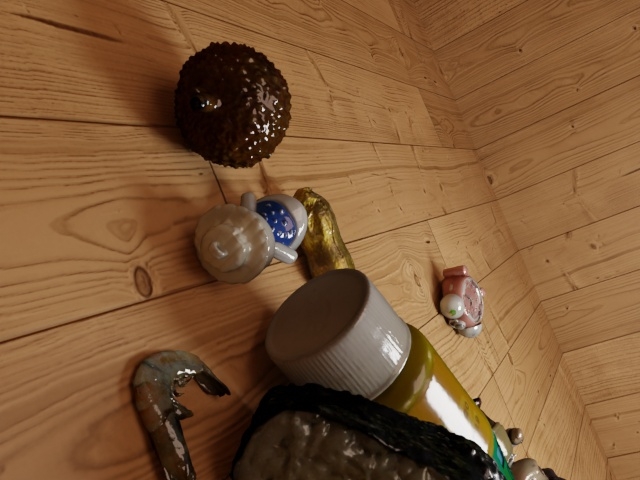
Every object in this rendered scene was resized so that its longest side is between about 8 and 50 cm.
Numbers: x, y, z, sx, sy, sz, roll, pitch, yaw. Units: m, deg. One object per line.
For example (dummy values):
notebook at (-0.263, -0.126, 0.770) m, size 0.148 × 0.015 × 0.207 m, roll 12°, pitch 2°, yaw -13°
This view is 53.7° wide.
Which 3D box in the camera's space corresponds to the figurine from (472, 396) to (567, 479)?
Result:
figurine at (0.455, 0.529, 1.443) m, size 0.364 × 0.206 × 0.218 m, roll 69°, pitch 13°, yaw 9°

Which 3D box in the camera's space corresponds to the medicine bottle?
medicine bottle at (0.097, 0.240, 1.001) m, size 0.384 × 0.225 × 0.224 m, roll 53°, pitch 30°, yaw -27°

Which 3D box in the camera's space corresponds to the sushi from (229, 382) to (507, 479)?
sushi at (0.065, 0.311, 0.802) m, size 0.171 × 0.351 × 0.210 m, roll -20°, pitch 125°, yaw -76°

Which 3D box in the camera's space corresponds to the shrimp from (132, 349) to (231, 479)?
shrimp at (-0.154, 0.225, 0.775) m, size 0.148 × 0.035 × 0.195 m, roll -1°, pitch 68°, yaw -64°

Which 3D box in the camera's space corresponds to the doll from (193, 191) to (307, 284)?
doll at (-0.098, -0.011, 0.984) m, size 0.138 × 0.119 × 0.293 m, roll 57°, pitch 21°, yaw 0°

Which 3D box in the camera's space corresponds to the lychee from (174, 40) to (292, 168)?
lychee at (-0.136, -0.210, 0.984) m, size 0.200 × 0.200 × 0.238 m, roll 66°, pitch 16°, yaw 0°

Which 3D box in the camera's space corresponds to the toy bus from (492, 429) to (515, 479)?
toy bus at (0.301, 0.527, 1.193) m, size 0.343 × 0.184 × 0.199 m, roll 67°, pitch 21°, yaw -1°

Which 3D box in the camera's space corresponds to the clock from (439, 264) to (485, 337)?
clock at (0.383, 0.174, 1.738) m, size 0.166 × 0.093 × 0.162 m, roll 47°, pitch 42°, yaw -34°

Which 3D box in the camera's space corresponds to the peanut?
peanut at (0.000, 0.000, 1.175) m, size 0.087 × 0.087 × 0.206 m, roll -25°, pitch 93°, yaw -63°
